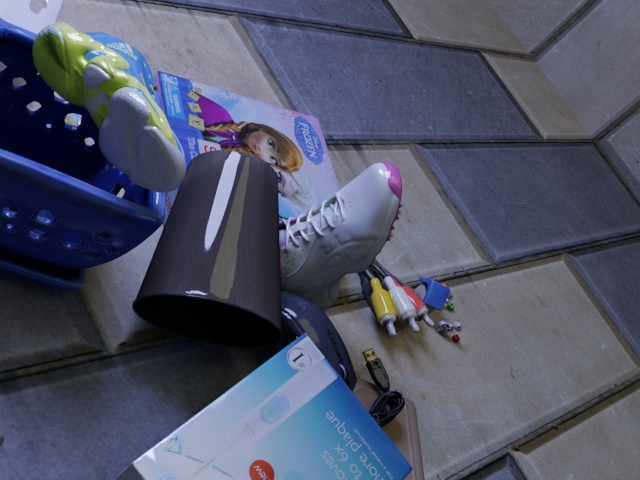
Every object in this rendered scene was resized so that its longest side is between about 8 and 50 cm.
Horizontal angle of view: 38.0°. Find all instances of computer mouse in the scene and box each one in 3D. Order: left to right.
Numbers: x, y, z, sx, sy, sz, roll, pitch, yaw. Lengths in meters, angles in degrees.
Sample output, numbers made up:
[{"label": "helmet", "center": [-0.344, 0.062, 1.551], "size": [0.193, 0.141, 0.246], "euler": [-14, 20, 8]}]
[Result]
[{"label": "computer mouse", "center": [0.031, 0.161, 1.328], "size": [0.262, 0.060, 0.184], "euler": [56, 32, 10]}]

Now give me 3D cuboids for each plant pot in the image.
[{"label": "plant pot", "center": [-0.340, -0.084, 1.120], "size": [0.236, 0.212, 0.235], "euler": [23, 40, -32]}]

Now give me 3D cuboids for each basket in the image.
[{"label": "basket", "center": [-0.134, 0.006, 1.246], "size": [0.204, 0.154, 0.226], "euler": [21, 60, -28]}]

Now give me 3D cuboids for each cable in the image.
[{"label": "cable", "center": [0.097, 0.043, 1.590], "size": [0.140, 0.072, 0.287], "euler": [-5, 59, -45]}]

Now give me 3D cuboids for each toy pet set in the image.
[{"label": "toy pet set", "center": [0.221, 0.104, 1.672], "size": [0.114, 0.065, 0.122], "euler": [26, 38, -28]}]

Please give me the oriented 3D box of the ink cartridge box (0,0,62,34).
[{"label": "ink cartridge box", "center": [-0.538, -0.388, 1.278], "size": [0.353, 0.119, 0.207], "euler": [37, 34, -31]}]

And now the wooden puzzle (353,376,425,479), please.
[{"label": "wooden puzzle", "center": [0.060, 0.291, 1.328], "size": [0.239, 0.044, 0.220], "euler": [31, 36, -29]}]

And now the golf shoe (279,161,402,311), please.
[{"label": "golf shoe", "center": [0.000, 0.000, 1.328], "size": [0.140, 0.306, 0.115], "euler": [16, 39, -28]}]

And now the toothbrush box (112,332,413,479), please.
[{"label": "toothbrush box", "center": [-0.070, 0.279, 1.074], "size": [0.296, 0.126, 0.216], "euler": [-32, 81, -43]}]

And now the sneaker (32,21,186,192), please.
[{"label": "sneaker", "center": [-0.214, -0.163, 1.067], "size": [0.240, 0.091, 0.126], "euler": [50, 33, 7]}]

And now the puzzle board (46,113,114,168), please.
[{"label": "puzzle board", "center": [-0.344, -0.140, 1.355], "size": [0.128, 0.011, 0.096], "euler": [50, 34, 5]}]

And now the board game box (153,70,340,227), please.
[{"label": "board game box", "center": [-0.113, -0.105, 1.500], "size": [0.318, 0.066, 0.318], "euler": [11, 47, -34]}]
